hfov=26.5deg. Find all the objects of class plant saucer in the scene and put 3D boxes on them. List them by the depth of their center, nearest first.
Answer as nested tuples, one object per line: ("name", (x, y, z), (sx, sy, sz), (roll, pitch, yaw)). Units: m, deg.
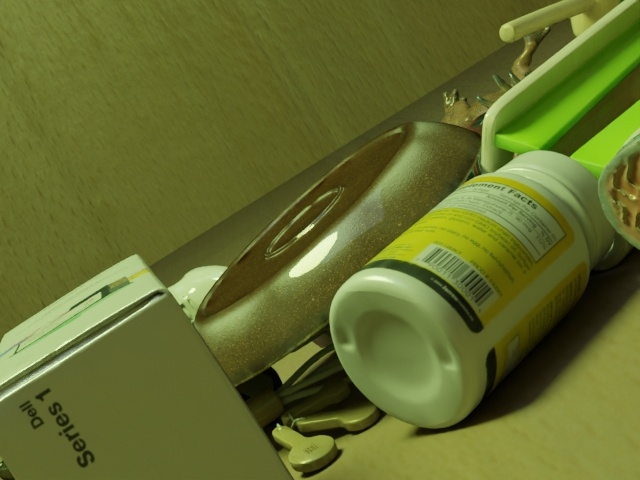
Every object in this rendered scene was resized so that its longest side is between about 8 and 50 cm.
("plant saucer", (0.000, 0.000, 1.117), (0.310, 0.050, 0.310), (-40, 10, 8))

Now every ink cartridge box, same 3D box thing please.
("ink cartridge box", (-0.094, 0.126, 0.798), (0.117, 0.201, 0.278), (-33, 8, -7))

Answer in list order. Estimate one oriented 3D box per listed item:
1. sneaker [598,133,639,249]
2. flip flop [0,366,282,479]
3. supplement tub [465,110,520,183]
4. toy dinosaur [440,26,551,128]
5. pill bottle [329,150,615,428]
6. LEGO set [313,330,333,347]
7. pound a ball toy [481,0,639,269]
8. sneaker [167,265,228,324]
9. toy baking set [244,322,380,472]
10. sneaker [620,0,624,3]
("sneaker", (0.314, -0.062, 0.795), (0.302, 0.108, 0.121), (-14, 16, 40))
("flip flop", (-0.159, 0.168, 1.207), (0.277, 0.080, 0.112), (-18, 35, 11))
("supplement tub", (0.211, -0.085, 1.308), (0.106, 0.106, 0.198), (-33, 8, -11))
("toy dinosaur", (0.206, -0.134, 1.618), (0.296, 0.127, 0.200), (-33, 12, 36))
("pill bottle", (0.112, 0.026, 0.940), (0.208, 0.119, 0.119), (-37, 9, -39))
("LEGO set", (0.103, 0.026, 1.198), (0.287, 0.107, 0.132), (-14, 53, 52))
("pound a ball toy", (0.238, -0.111, 1.137), (0.208, 0.135, 0.319), (20, 41, 32))
("sneaker", (-0.185, 0.097, 1.626), (0.212, 0.080, 0.094), (-22, 11, 28))
("toy baking set", (-0.046, 0.142, 1.066), (0.197, 0.030, 0.256), (-19, 21, 6))
("sneaker", (0.344, -0.244, 1.444), (0.158, 0.182, 0.410), (-34, 16, 3))
